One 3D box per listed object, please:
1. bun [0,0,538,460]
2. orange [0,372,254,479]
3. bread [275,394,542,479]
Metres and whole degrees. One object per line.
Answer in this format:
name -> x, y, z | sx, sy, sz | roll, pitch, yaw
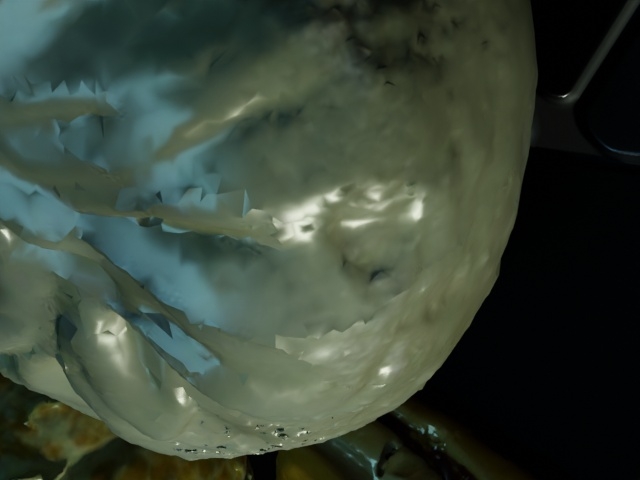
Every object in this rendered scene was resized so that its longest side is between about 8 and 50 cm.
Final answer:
bun -> -0.089, -0.074, 0.679 | 0.359, 0.211, 0.360 | 27, 133, 33
orange -> -0.192, 0.147, 1.068 | 0.329, 0.249, 0.329 | 30, 136, 34
bread -> 0.052, 0.144, 0.911 | 0.200, 0.077, 0.116 | 34, 154, 29
